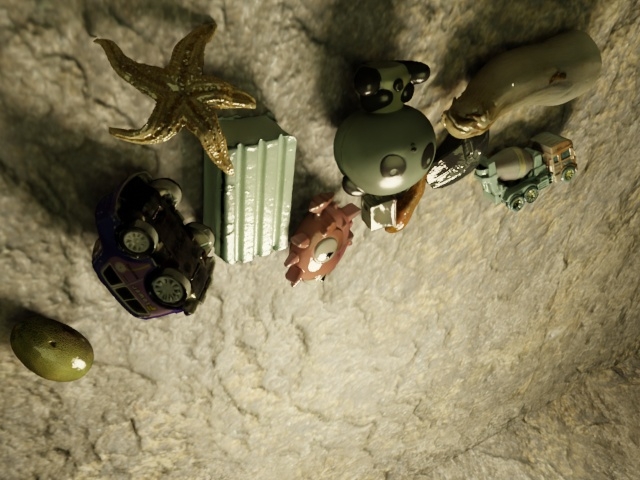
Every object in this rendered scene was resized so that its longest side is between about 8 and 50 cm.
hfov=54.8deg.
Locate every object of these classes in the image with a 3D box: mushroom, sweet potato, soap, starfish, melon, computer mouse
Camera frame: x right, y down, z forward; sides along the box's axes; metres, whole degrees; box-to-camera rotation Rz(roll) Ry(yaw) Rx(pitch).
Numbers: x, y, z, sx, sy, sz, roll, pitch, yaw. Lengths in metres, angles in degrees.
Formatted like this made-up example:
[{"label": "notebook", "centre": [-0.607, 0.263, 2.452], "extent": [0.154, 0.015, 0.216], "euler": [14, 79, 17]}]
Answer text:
[{"label": "mushroom", "centre": [0.420, -0.323, 1.294], "extent": [0.397, 0.126, 0.177], "euler": [-20, 143, -27]}, {"label": "sweet potato", "centre": [0.200, -0.103, 1.373], "extent": [0.050, 0.050, 0.214], "euler": [2, 123, -38]}, {"label": "soap", "centre": [-0.131, -0.092, 1.107], "extent": [0.150, 0.094, 0.261], "euler": [-18, 133, -31]}, {"label": "starfish", "centre": [-0.201, -0.217, 0.918], "extent": [0.277, 0.062, 0.236], "euler": [43, 69, -21]}, {"label": "melon", "centre": [-0.471, 0.191, 1.083], "extent": [0.099, 0.099, 0.162], "euler": [-41, 137, 0]}, {"label": "computer mouse", "centre": [0.313, -0.189, 1.372], "extent": [0.192, 0.062, 0.106], "euler": [-50, 138, 8]}]

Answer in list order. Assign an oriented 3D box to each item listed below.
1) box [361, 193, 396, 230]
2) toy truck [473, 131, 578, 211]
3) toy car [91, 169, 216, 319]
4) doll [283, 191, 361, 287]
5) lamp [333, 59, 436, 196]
[{"label": "box", "centre": [0.126, -0.067, 1.342], "extent": [0.063, 0.060, 0.085], "euler": [-21, 136, -15]}, {"label": "toy truck", "centre": [0.489, -0.177, 1.487], "extent": [0.256, 0.108, 0.140], "euler": [-27, 124, -11]}, {"label": "toy car", "centre": [-0.288, 0.014, 1.016], "extent": [0.158, 0.172, 0.235], "euler": [-20, 118, 18]}, {"label": "doll", "centre": [0.000, 0.000, 1.263], "extent": [0.211, 0.093, 0.262], "euler": [-39, 152, -32]}, {"label": "lamp", "centre": [0.119, -0.201, 1.135], "extent": [0.197, 0.198, 0.244], "euler": [-18, 125, -24]}]
